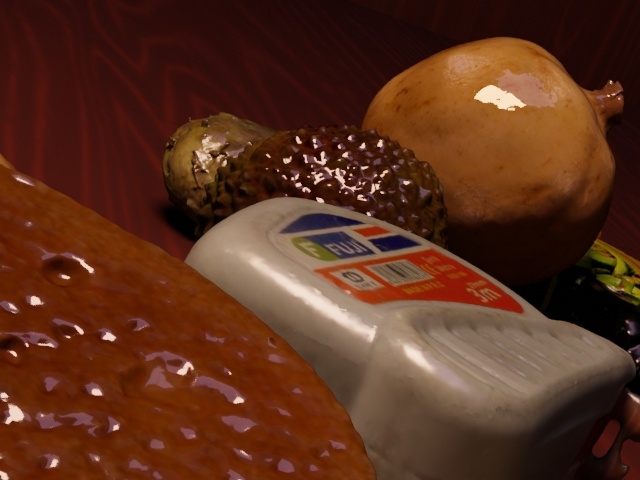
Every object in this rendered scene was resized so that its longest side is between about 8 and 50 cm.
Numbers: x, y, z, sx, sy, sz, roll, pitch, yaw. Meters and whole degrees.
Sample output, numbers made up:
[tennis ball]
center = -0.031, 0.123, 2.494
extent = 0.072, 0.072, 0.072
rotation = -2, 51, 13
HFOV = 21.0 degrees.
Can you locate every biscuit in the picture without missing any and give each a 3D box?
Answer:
[biscuit]
center = -0.169, 0.077, 0.680
extent = 0.394, 0.070, 0.350
rotation = 32, 31, 6

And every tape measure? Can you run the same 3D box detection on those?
[tape measure]
center = 0.038, 0.078, 0.951
extent = 0.246, 0.125, 0.243
rotation = 30, 14, 21

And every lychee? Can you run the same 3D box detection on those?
[lychee]
center = 0.000, 0.000, 1.125
extent = 0.171, 0.171, 0.171
rotation = 21, 15, -6

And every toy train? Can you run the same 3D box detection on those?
[toy train]
center = 0.202, 0.042, 1.367
extent = 0.160, 0.100, 0.296
rotation = 14, 17, -36

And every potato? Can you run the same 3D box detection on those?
[potato]
center = -0.016, -0.028, 1.312
extent = 0.225, 0.090, 0.117
rotation = 22, 29, -16

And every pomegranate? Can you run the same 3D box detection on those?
[pomegranate]
center = 0.132, -0.060, 1.240
extent = 0.196, 0.196, 0.196
rotation = 21, 15, -6

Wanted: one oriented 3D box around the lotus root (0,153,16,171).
[lotus root]
center = -0.215, -0.008, 0.888
extent = 0.221, 0.118, 0.125
rotation = 20, 30, -14
